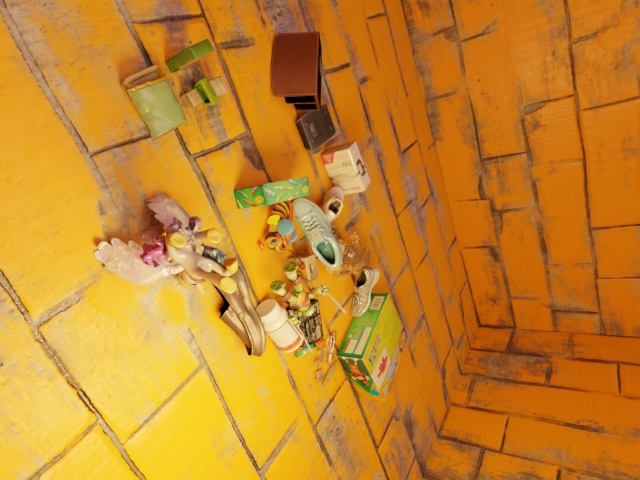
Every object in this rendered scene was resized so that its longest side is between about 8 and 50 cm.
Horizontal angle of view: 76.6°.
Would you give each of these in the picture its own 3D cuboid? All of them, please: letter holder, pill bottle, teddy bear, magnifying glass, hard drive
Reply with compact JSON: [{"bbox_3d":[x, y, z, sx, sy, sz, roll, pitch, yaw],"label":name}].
[{"bbox_3d":[-0.107,-0.763,1.842,0.152,0.215,0.301,59,32,-80],"label":"letter holder"},{"bbox_3d":[-0.168,0.346,1.651,0.221,0.121,0.121,59,45,-30],"label":"pill bottle"},{"bbox_3d":[0.131,0.084,2.077,0.338,0.113,0.245,-19,112,-51],"label":"teddy bear"},{"bbox_3d":[-0.039,0.489,1.852,0.026,0.092,0.231,60,24,11],"label":"magnifying glass"},{"bbox_3d":[-0.024,-0.557,1.986,0.254,0.054,0.172,-47,123,-44],"label":"hard drive"}]

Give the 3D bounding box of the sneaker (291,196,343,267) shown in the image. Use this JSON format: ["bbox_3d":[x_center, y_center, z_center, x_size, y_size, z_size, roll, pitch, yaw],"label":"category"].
[{"bbox_3d":[-0.008,-0.037,1.793,0.366,0.135,0.150,55,5,-3],"label":"sneaker"}]

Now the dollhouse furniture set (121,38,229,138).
[{"bbox_3d":[-0.456,-0.494,1.325,0.301,0.151,0.197,-53,127,-41],"label":"dollhouse furniture set"}]

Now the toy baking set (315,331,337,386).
[{"bbox_3d":[0.042,0.568,1.953,0.256,0.030,0.196,-44,133,-53],"label":"toy baking set"}]

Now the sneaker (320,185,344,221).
[{"bbox_3d":[0.073,-0.176,1.979,0.114,0.152,0.305,43,43,-16],"label":"sneaker"}]

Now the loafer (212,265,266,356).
[{"bbox_3d":[-0.311,0.269,1.488,0.130,0.134,0.365,-22,95,-28],"label":"loafer"}]

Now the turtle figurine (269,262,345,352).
[{"bbox_3d":[-0.055,0.232,1.591,0.266,0.198,0.274,55,2,-35],"label":"turtle figurine"}]

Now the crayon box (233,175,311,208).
[{"bbox_3d":[-0.188,-0.195,1.640,0.278,0.165,0.081,-22,104,-52],"label":"crayon box"}]

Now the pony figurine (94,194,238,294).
[{"bbox_3d":[-0.424,0.038,1.212,0.351,0.363,0.302,47,57,-20],"label":"pony figurine"}]

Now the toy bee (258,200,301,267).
[{"bbox_3d":[-0.179,-0.027,1.662,0.298,0.162,0.195,-98,176,-49],"label":"toy bee"}]

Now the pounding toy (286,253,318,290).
[{"bbox_3d":[-0.077,0.140,1.784,0.100,0.130,0.141,-20,103,-52],"label":"pounding toy"}]

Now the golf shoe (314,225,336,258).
[{"bbox_3d":[0.000,0.000,1.962,0.094,0.077,0.198,41,51,-24],"label":"golf shoe"}]

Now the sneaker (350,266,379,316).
[{"bbox_3d":[0.209,0.265,2.149,0.115,0.105,0.281,15,95,-41],"label":"sneaker"}]

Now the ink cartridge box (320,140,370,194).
[{"bbox_3d":[0.131,-0.365,2.075,0.100,0.172,0.237,-52,126,-44],"label":"ink cartridge box"}]

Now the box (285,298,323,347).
[{"bbox_3d":[-0.069,0.367,1.816,0.147,0.078,0.180,-17,101,-52],"label":"box"}]

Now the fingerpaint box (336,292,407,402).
[{"bbox_3d":[0.294,0.570,2.200,0.444,0.163,0.371,-58,132,-41],"label":"fingerpaint box"}]
